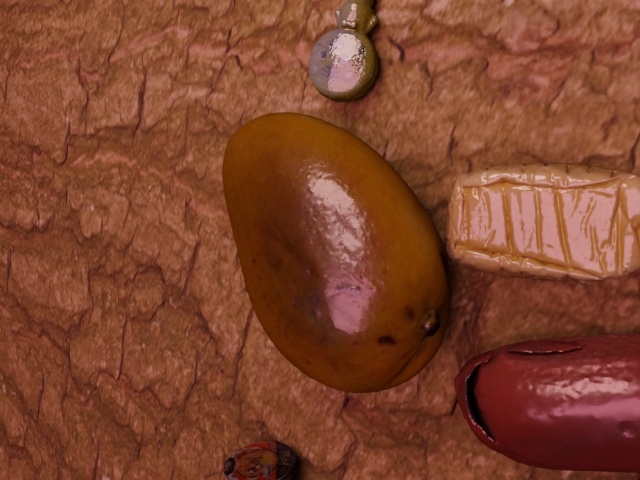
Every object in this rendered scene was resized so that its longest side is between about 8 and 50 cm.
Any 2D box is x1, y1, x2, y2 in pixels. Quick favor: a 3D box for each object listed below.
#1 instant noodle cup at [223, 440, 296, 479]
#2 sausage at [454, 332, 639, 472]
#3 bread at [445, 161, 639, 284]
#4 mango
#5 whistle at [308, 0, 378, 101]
[{"bbox_3d":[-0.096,0.445,0.934,0.127,0.127,0.136,2,105,33],"label":"instant noodle cup"},{"bbox_3d":[0.297,0.186,0.622,0.279,0.152,0.152,-11,90,34],"label":"sausage"},{"bbox_3d":[0.270,-0.023,0.637,0.236,0.106,0.140,6,98,32],"label":"bread"},{"bbox_3d":[0.000,0.000,0.761,0.445,0.220,0.301,55,127,26],"label":"mango"},{"bbox_3d":[0.047,-0.303,0.785,0.104,0.057,0.198,18,99,19],"label":"whistle"}]
